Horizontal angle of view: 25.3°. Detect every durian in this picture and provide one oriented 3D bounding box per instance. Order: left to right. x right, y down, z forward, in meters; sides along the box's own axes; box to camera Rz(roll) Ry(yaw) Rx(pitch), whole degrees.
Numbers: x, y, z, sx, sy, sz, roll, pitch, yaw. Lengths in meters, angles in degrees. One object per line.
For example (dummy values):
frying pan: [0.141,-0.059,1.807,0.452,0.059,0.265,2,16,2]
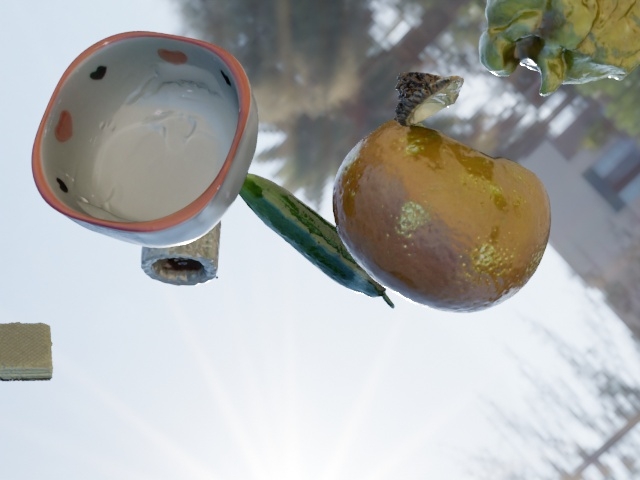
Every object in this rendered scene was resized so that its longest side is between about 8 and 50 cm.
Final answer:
durian: [0.106,-0.140,1.433,0.066,0.052,0.130,13,170,-1]

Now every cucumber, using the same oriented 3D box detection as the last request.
cucumber: [0.000,0.000,1.672,0.250,0.056,0.056,38,-162,-15]

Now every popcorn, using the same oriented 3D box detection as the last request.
popcorn: [0.364,-0.329,2.044,0.250,0.242,0.235,13,-162,13]

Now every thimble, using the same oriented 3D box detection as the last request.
thimble: [-0.175,-0.001,1.811,0.102,0.115,0.090,16,-116,-28]

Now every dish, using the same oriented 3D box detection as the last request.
dish: [-0.181,-0.099,1.573,0.256,0.256,0.117,53,179,26]

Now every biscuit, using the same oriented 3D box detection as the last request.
biscuit: [-0.546,0.183,2.371,0.199,0.041,0.121,0,-144,-13]

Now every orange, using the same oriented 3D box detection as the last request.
orange: [0.126,-0.020,1.498,0.237,0.179,0.158,30,-154,-4]
